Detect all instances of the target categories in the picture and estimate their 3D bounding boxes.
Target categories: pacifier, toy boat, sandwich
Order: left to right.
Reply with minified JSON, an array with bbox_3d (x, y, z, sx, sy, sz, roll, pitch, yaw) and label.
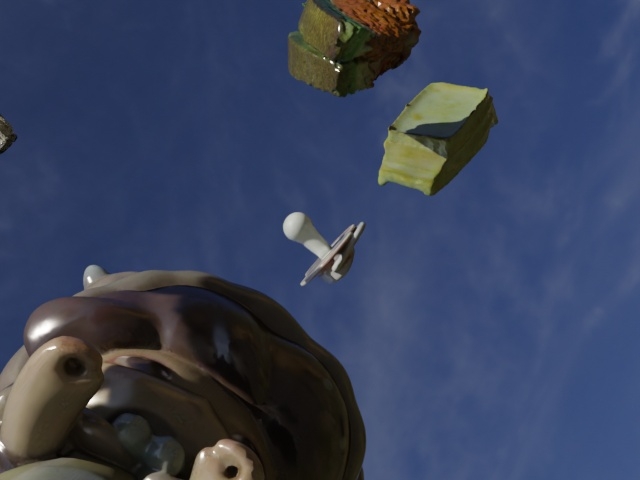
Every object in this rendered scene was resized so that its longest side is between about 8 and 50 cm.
[{"bbox_3d":[0.000,0.000,1.180,0.081,0.078,0.099,-49,2,10],"label":"pacifier"},{"bbox_3d":[0.050,-0.235,1.481,0.160,0.185,0.109,-1,-64,-18],"label":"sandwich"},{"bbox_3d":[0.164,-0.150,1.658,0.276,0.111,0.084,-42,-43,-54],"label":"toy boat"}]

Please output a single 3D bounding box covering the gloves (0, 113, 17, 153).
[{"bbox_3d":[-0.285,-0.094,1.035,0.044,0.081,0.037,-48,9,19],"label":"gloves"}]

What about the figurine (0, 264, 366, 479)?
[{"bbox_3d":[-0.102,0.140,0.677,0.203,0.248,0.380,-54,-4,16],"label":"figurine"}]
